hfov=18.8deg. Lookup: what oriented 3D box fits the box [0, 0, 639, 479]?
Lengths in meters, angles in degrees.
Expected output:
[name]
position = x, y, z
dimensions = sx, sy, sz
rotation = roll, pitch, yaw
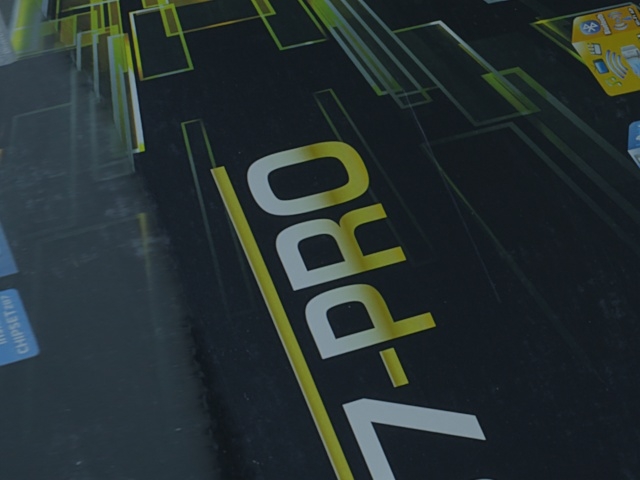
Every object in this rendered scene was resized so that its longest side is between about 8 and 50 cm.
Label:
[box]
position = 0.000, 0.000, 0.659
dimensions = 0.318, 0.395, 0.097
rotation = -14, 158, -20
